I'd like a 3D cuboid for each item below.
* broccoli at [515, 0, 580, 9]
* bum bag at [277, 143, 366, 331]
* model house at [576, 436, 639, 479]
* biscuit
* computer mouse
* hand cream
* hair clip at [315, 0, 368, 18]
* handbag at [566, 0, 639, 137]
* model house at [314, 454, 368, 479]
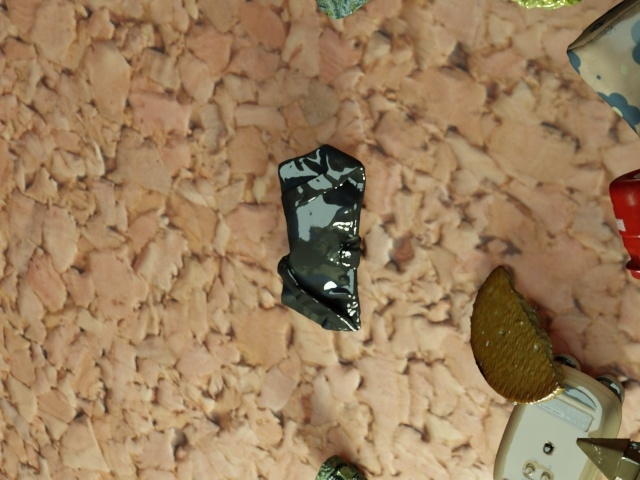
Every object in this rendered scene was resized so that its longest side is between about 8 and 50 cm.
[{"bbox_3d":[0.247,-0.433,1.287,0.293,0.281,0.348,50,118,9],"label":"broccoli"},{"bbox_3d":[0.000,0.000,1.683,0.137,0.074,0.309,9,114,17],"label":"bum bag"},{"bbox_3d":[0.448,0.291,1.423,0.248,0.181,0.176,23,112,19],"label":"model house"},{"bbox_3d":[0.262,0.144,1.551,0.126,0.025,0.206,-48,50,36],"label":"biscuit"},{"bbox_3d":[0.329,0.279,1.551,0.145,0.082,0.236,24,103,28],"label":"computer mouse"},{"bbox_3d":[0.448,-0.035,1.333,0.193,0.193,0.125,-13,94,33],"label":"hand cream"},{"bbox_3d":[0.078,-0.378,1.555,0.229,0.036,0.066,-28,94,34],"label":"hair clip"},{"bbox_3d":[0.440,-0.224,1.295,0.251,0.190,0.193,-33,95,29],"label":"handbag"},{"bbox_3d":[0.036,0.392,1.776,0.083,0.066,0.078,31,119,19],"label":"model house"}]
